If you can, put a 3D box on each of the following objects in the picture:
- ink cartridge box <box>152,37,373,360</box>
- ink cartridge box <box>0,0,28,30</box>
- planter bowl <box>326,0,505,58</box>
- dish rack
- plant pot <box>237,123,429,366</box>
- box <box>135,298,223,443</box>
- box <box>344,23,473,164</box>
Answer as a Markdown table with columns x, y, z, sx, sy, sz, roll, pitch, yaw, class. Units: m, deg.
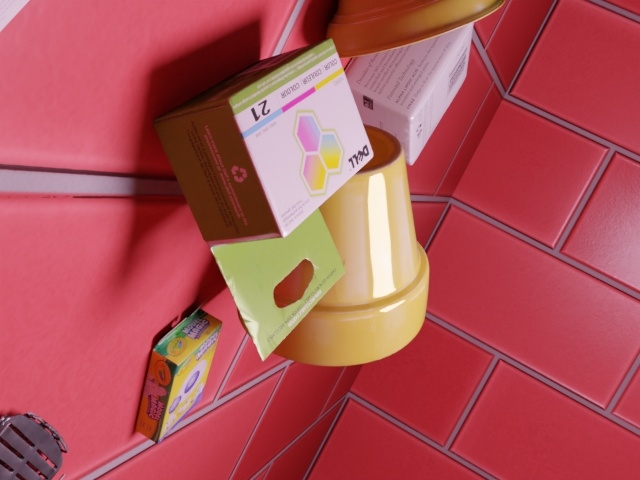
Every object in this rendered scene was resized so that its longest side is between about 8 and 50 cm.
| x | y | z | sx | sy | sz | roll | pitch | yaw | class |
| --- | --- | --- | --- | --- | --- | --- | --- | --- | --- |
| -0.024 | -0.041 | 0.779 | 0.189 | 0.097 | 0.255 | -45 | 119 | -49 | ink cartridge box |
| -0.165 | -0.184 | 0.337 | 0.104 | 0.060 | 0.180 | -56 | 166 | -19 | ink cartridge box |
| 0.093 | -0.286 | 0.910 | 0.217 | 0.217 | 0.090 | -45 | 125 | -49 | planter bowl |
| -0.317 | 0.289 | 0.714 | 0.271 | 0.074 | 0.208 | -55 | 166 | -26 | dish rack |
| 0.015 | -0.011 | 1.009 | 0.254 | 0.254 | 0.238 | -45 | 143 | -49 | plant pot |
| -0.180 | 0.167 | 1.032 | 0.105 | 0.043 | 0.179 | -45 | 157 | -51 | box |
| 0.126 | -0.236 | 1.168 | 0.181 | 0.119 | 0.181 | -58 | 166 | -10 | box |
